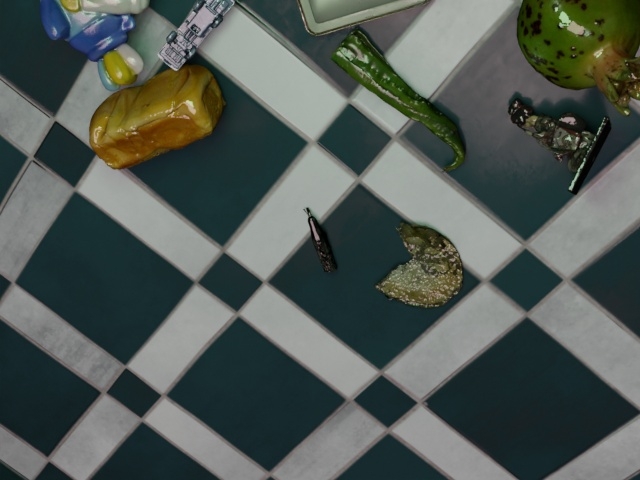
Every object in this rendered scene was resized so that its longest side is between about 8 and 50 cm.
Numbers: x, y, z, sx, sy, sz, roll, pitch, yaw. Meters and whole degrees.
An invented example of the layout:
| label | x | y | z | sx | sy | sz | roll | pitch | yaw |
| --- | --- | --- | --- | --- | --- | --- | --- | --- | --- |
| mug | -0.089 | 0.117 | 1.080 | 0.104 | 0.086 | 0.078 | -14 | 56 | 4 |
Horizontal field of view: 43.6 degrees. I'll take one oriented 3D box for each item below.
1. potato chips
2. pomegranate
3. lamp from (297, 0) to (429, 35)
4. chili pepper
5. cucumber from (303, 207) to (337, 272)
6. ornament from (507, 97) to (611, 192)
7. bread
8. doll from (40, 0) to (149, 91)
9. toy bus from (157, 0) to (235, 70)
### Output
| label | x | y | z | sx | sy | sz | roll | pitch | yaw |
| --- | --- | --- | --- | --- | --- | --- | --- | --- | --- |
| potato chips | 0.227 | 0.060 | 1.829 | 0.202 | 0.029 | 0.220 | 8 | 121 | 10 |
| pomegranate | 0.467 | -0.364 | 1.393 | 0.230 | 0.286 | 0.231 | -4 | 119 | -7 |
| lamp | 0.062 | -0.553 | 1.535 | 0.269 | 0.047 | 0.267 | -11 | 114 | 19 |
| chili pepper | 0.172 | -0.280 | 1.641 | 0.359 | 0.076 | 0.085 | 43 | 94 | -10 |
| cucumber | 0.000 | 0.000 | 1.849 | 0.039 | 0.043 | 0.163 | -25 | 115 | -15 |
| ornament | 0.448 | -0.201 | 1.579 | 0.196 | 0.166 | 0.153 | 30 | 100 | 19 |
| bread | -0.356 | -0.269 | 1.727 | 0.294 | 0.167 | 0.132 | -14 | 136 | 19 |
| doll | -0.448 | -0.511 | 1.607 | 0.376 | 0.187 | 0.366 | 38 | 113 | 21 |
| toy bus | -0.255 | -0.440 | 1.643 | 0.064 | 0.075 | 0.190 | 39 | 110 | -19 |
